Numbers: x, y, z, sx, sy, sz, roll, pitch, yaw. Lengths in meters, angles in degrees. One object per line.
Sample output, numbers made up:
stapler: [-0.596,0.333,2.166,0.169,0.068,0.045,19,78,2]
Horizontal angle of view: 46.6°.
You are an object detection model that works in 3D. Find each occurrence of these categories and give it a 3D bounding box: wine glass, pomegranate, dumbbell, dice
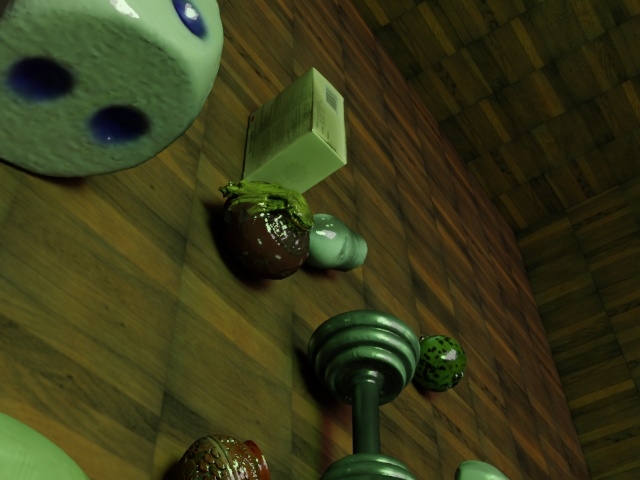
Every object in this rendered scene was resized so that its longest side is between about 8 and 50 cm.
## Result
wine glass: [0.000,0.000,1.312,0.222,0.103,0.103,22,45,-56]
pomegranate: [0.238,0.247,1.559,0.122,0.122,0.161,48,0,-32]
dumbbell: [0.065,0.266,1.055,0.179,0.179,0.406,49,26,-31]
dice: [-0.272,-0.245,0.818,0.251,0.243,0.259,30,36,-53]

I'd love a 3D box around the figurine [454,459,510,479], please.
figurine: [0.173,0.410,1.049,0.133,0.236,0.176,59,21,-11]

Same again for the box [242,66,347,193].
box: [-0.047,-0.182,1.325,0.095,0.168,0.212,43,29,-32]

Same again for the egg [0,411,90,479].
egg: [-0.246,0.188,0.413,0.295,0.218,0.218,44,28,-21]

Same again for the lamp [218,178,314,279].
lamp: [-0.073,-0.020,1.130,0.157,0.135,0.156,10,56,-65]

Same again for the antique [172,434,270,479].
antique: [-0.109,0.257,0.792,0.104,0.104,0.104,47,27,-33]
